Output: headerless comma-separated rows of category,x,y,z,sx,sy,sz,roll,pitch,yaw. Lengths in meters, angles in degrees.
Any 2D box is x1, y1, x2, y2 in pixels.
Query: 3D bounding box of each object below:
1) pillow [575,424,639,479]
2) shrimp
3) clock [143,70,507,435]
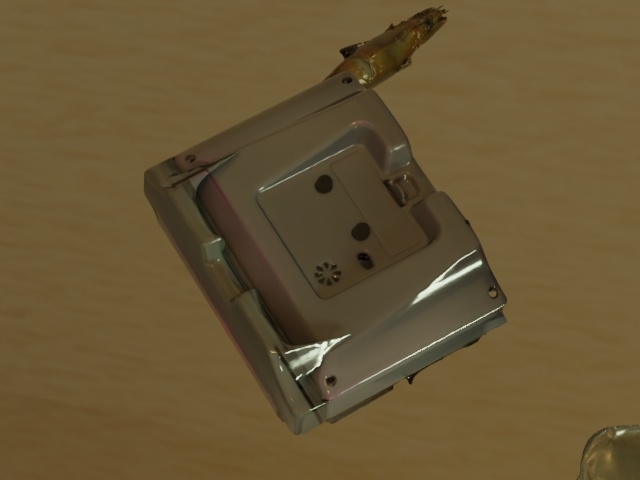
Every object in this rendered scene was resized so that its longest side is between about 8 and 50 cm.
pillow,0.272,0.274,1.724,0.038,0.130,0.233,-176,-86,-83
shrimp,0.049,-0.145,1.735,0.162,0.045,0.095,-38,156,-16
clock,0.000,0.000,1.493,0.186,0.253,0.083,-28,156,-14
